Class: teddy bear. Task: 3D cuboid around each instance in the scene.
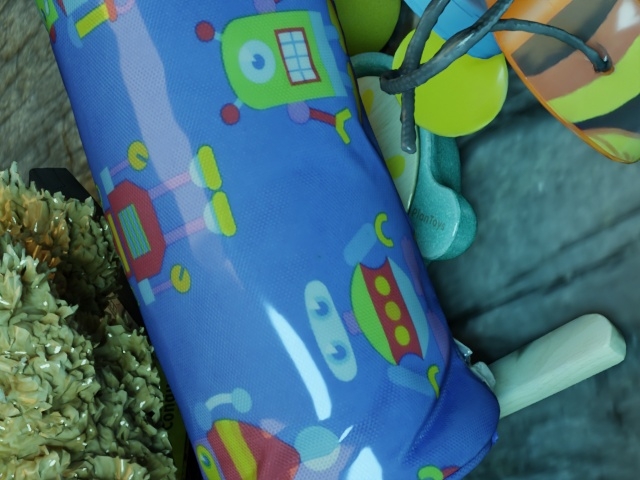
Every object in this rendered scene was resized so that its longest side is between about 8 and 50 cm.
[{"bbox_3d":[-0.123,0.106,0.546,0.245,0.113,0.338,98,159,-48],"label":"teddy bear"}]

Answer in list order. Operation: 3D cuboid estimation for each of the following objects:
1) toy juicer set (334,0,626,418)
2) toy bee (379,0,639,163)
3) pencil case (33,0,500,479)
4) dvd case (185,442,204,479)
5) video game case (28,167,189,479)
[{"bbox_3d":[0.000,0.000,0.640,0.209,0.089,0.329,-54,40,29],"label":"toy juicer set"},{"bbox_3d":[0.100,-0.089,0.494,0.195,0.162,0.298,-29,29,49],"label":"toy bee"},{"bbox_3d":[-0.022,-0.022,0.517,0.119,0.133,0.306,-30,80,64],"label":"pencil case"},{"bbox_3d":[-0.092,0.064,0.758,0.221,0.018,0.165,-145,53,-59],"label":"dvd case"},{"bbox_3d":[-0.152,0.112,0.810,0.275,0.035,0.248,40,127,55],"label":"video game case"}]
